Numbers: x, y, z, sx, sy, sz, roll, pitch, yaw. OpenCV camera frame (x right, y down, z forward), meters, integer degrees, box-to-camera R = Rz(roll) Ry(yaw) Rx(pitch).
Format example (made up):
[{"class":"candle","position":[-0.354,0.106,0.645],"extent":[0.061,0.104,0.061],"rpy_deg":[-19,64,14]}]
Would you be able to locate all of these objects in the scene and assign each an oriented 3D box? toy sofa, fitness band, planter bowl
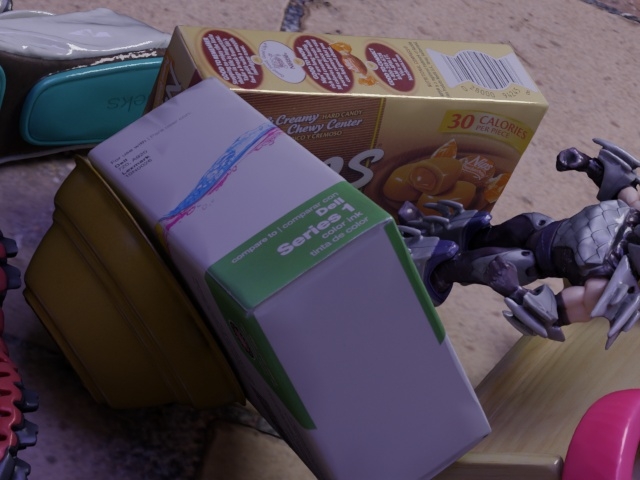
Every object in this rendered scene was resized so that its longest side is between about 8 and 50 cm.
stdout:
[{"class":"toy sofa","position":[0.198,0.156,1.403],"extent":[0.150,0.177,0.362],"rpy_deg":[-2,24,34]},{"class":"fitness band","position":[0.237,0.243,1.261],"extent":[0.209,0.054,0.291],"rpy_deg":[-29,107,-55]},{"class":"planter bowl","position":[-0.150,0.053,1.325],"extent":[0.090,0.217,0.217],"rpy_deg":[-35,62,-9]}]

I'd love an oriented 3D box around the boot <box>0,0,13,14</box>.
[{"class":"boot","position":[-0.377,-0.255,1.583],"extent":[0.178,0.085,0.236],"rpy_deg":[-4,51,-33]}]

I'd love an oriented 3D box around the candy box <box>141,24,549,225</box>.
[{"class":"candy box","position":[0.009,-0.074,1.519],"extent":[0.316,0.183,0.087],"rpy_deg":[0,43,-29]}]

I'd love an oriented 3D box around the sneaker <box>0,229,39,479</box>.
[{"class":"sneaker","position":[-0.265,0.091,1.248],"extent":[0.135,0.098,0.276],"rpy_deg":[7,40,-23]}]

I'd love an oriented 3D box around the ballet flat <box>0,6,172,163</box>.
[{"class":"ballet flat","position":[-0.276,-0.127,1.475],"extent":[0.400,0.139,0.139],"rpy_deg":[-11,51,-47]}]

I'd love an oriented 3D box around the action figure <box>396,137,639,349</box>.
[{"class":"action figure","position":[0.162,0.006,1.418],"extent":[0.185,0.285,0.099],"rpy_deg":[-46,120,-40]}]

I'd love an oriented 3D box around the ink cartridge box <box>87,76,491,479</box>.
[{"class":"ink cartridge box","position":[-0.026,0.032,1.283],"extent":[0.117,0.201,0.278],"rpy_deg":[-34,35,-11]}]
